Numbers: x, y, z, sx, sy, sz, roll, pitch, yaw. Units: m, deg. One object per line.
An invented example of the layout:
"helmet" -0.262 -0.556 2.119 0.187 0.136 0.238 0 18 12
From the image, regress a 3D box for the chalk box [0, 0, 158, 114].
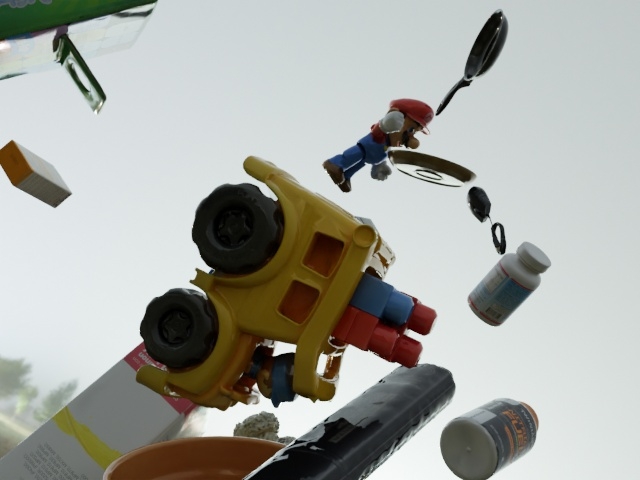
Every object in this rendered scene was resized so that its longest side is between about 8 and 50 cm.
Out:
"chalk box" -0.207 -0.193 0.516 0.132 0.132 0.213 -5 -75 66

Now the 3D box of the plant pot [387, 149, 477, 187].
"plant pot" 0.281 -0.178 1.848 0.236 0.033 0.236 17 -4 1

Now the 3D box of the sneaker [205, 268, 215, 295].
"sneaker" -0.145 0.041 1.307 0.091 0.240 0.126 14 3 10

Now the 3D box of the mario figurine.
"mario figurine" 0.170 -0.238 1.897 0.170 0.320 0.198 50 8 -14

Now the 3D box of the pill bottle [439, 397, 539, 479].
"pill bottle" 0.360 0.399 1.488 0.130 0.131 0.245 9 9 39

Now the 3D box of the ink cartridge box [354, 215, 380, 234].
"ink cartridge box" 0.000 0.000 1.791 0.332 0.165 0.065 6 49 -58

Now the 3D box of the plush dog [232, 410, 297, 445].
"plush dog" -0.087 0.463 1.431 0.225 0.211 0.262 -16 3 25

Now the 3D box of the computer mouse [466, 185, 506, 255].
"computer mouse" 0.395 -0.051 1.742 0.041 0.242 0.071 2 -53 -11

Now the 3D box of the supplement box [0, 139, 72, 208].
"supplement box" -0.398 -0.090 1.003 0.062 0.036 0.098 50 1 22

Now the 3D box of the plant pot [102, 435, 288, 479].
"plant pot" -0.146 0.406 0.973 0.290 0.204 0.291 3 2 0

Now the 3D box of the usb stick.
"usb stick" 0.026 0.171 0.613 0.077 0.278 0.045 -6 -80 38

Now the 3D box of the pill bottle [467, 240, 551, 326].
"pill bottle" 0.356 0.081 1.361 0.087 0.087 0.160 31 -62 -10

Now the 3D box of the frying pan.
"frying pan" 0.409 -0.451 1.913 0.053 0.326 0.197 21 20 -8

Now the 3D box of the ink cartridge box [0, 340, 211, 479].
"ink cartridge box" -0.384 0.379 1.295 0.160 0.384 0.279 40 -33 12

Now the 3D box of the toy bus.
"toy bus" -0.019 0.069 0.627 0.211 0.220 0.149 27 -3 17
